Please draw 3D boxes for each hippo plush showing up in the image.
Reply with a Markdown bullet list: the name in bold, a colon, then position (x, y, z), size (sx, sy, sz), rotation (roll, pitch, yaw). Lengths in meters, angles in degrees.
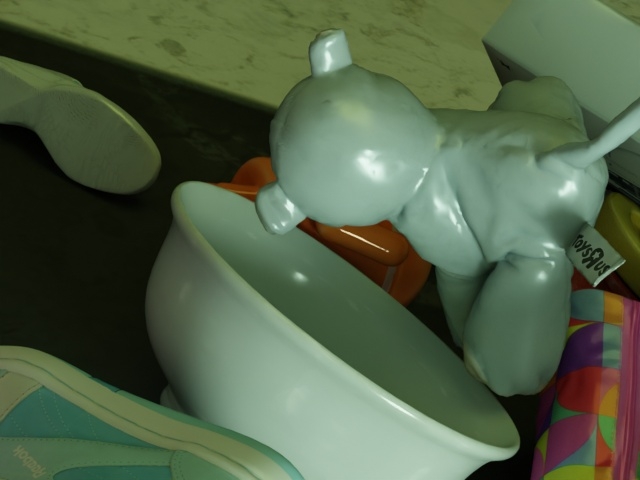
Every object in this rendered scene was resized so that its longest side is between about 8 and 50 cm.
- **hippo plush**: position (0.070, -0.020, 1.242), size (0.236, 0.234, 0.294), rotation (11, 7, -5)

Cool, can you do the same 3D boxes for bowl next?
- **bowl**: position (-0.016, 0.099, 1.204), size (0.298, 0.134, 0.298), rotation (36, 9, -7)

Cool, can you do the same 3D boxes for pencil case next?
- **pencil case**: position (0.205, 0.146, 1.259), size (0.104, 0.104, 0.236), rotation (16, 50, -10)

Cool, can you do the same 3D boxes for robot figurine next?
- **robot figurine**: position (0.001, 0.001, 1.424), size (0.219, 0.158, 0.128), rotation (6, 51, -25)

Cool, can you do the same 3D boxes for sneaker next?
- **sneaker**: position (-0.182, 0.165, 0.994), size (0.319, 0.127, 0.208), rotation (10, 25, 28)
- **sneaker**: position (-0.219, -0.112, 1.524), size (0.212, 0.080, 0.094), rotation (29, 19, 15)

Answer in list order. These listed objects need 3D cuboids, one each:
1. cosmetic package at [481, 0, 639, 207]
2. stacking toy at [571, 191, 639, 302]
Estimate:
- **cosmetic package**: position (0.312, -0.067, 1.565), size (0.284, 0.097, 0.377), rotation (39, -4, 25)
- **stacking toy**: position (0.311, 0.140, 1.475), size (0.279, 0.130, 0.309), rotation (37, 24, -30)
